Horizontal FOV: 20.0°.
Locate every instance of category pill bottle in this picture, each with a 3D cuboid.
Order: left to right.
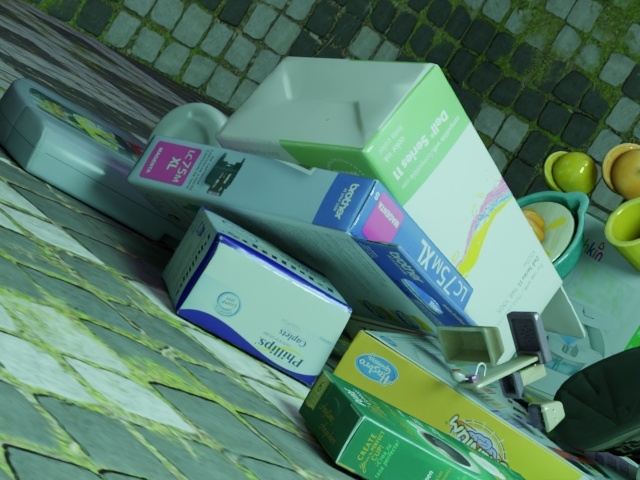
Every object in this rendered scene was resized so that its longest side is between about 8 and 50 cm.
[{"bbox_3d":[-0.099,-0.070,2.010,0.112,0.112,0.187,35,3,38],"label":"pill bottle"}]

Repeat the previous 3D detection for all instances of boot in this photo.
[{"bbox_3d":[0.322,0.126,1.432,0.178,0.236,0.085,32,43,-49],"label":"boot"}]

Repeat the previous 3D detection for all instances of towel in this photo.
[{"bbox_3d":[0.191,0.142,1.526,0.060,0.009,0.083,28,5,-25],"label":"towel"}]

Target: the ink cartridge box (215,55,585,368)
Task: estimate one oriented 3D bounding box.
[{"bbox_3d":[0.082,-0.001,1.696,0.207,0.119,0.353,8,-38,47],"label":"ink cartridge box"}]

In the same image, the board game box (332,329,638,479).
[{"bbox_3d":[0.175,0.183,1.466,0.316,0.064,0.242,33,6,17],"label":"board game box"}]

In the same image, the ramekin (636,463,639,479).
[{"bbox_3d":[0.355,0.227,1.274,0.273,0.127,0.273,42,19,-18],"label":"ramekin"}]

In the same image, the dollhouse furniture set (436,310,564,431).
[{"bbox_3d":[0.116,0.110,1.414,0.081,0.091,0.114,-21,11,-31],"label":"dollhouse furniture set"}]

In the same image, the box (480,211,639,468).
[{"bbox_3d":[0.328,0.123,1.999,0.127,0.231,0.262,28,7,-35],"label":"box"}]

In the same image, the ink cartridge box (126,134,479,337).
[{"bbox_3d":[0.000,0.000,1.559,0.311,0.065,0.186,16,-20,41],"label":"ink cartridge box"}]

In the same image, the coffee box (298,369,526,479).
[{"bbox_3d":[0.079,0.160,1.270,0.184,0.040,0.113,30,5,-20],"label":"coffee box"}]

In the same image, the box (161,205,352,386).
[{"bbox_3d":[-0.053,0.042,1.459,0.126,0.072,0.137,29,6,-15],"label":"box"}]

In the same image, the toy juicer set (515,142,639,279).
[{"bbox_3d":[0.232,-0.023,2.006,0.089,0.329,0.209,51,32,-35],"label":"toy juicer set"}]

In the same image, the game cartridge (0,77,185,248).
[{"bbox_3d":[-0.227,-0.084,1.777,0.196,0.060,0.294,25,7,-17],"label":"game cartridge"}]
